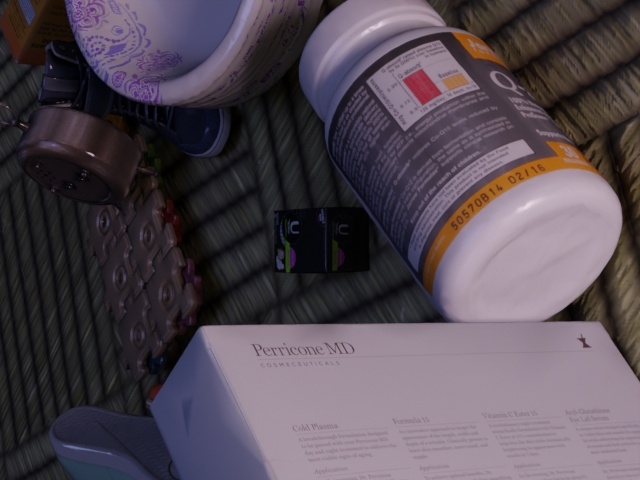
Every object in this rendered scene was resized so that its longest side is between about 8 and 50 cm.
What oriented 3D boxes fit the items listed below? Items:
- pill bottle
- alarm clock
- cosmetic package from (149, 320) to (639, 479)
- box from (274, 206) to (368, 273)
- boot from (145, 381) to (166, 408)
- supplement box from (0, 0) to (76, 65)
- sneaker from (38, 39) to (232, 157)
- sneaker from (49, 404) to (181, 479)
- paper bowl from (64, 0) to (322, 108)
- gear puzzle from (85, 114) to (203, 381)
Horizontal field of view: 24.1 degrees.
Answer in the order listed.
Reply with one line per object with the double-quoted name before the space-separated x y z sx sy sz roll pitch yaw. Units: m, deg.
"pill bottle" 0.101 -0.070 1.194 0.278 0.162 0.162 57 131 36
"alarm clock" -0.277 -0.096 1.608 0.129 0.192 0.064 -21 42 55
"cosmetic package" 0.109 0.187 1.002 0.097 0.377 0.284 -54 48 36
"box" 0.000 0.000 1.416 0.083 0.052 0.062 -1 90 52
"boot" -0.126 0.142 1.582 0.158 0.059 0.085 -14 75 43
"supplement box" -0.304 -0.316 1.804 0.233 0.078 0.080 -55 49 37
"sneaker" -0.208 -0.151 1.606 0.226 0.163 0.086 33 114 46
"sneaker" -0.165 0.268 1.622 0.255 0.094 0.151 11 135 33
"paper bowl" -0.109 -0.271 1.464 0.284 0.148 0.284 1 92 42
"gear puzzle" -0.206 -0.016 1.704 0.175 0.044 0.339 -52 48 40
